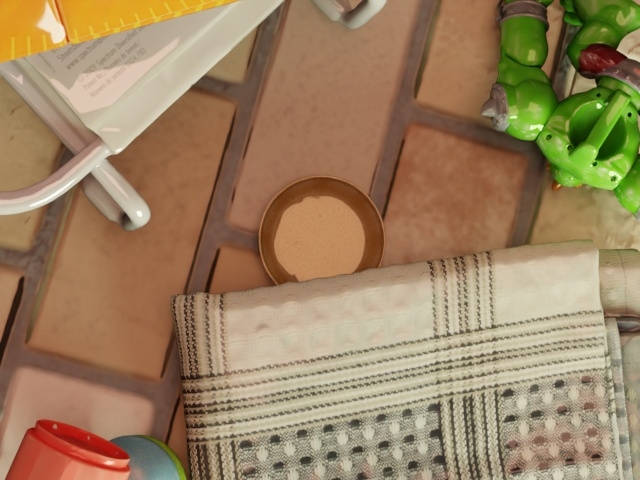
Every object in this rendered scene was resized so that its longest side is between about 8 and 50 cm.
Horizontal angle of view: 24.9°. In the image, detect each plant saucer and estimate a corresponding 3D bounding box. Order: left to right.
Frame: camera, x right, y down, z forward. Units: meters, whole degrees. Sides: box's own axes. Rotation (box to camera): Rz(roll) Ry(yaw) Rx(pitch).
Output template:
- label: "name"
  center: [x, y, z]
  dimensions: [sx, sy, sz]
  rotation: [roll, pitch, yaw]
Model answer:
- label: "plant saucer"
  center: [0.000, 0.000, 0.933]
  dimensions: [0.083, 0.015, 0.083]
  rotation: [1, 87, -12]

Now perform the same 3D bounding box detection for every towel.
- label: "towel"
  center: [0.083, 0.165, 0.911]
  dimensions: [0.324, 0.056, 0.312]
  rotation: [-7, 91, -12]

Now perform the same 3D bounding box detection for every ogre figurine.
- label: "ogre figurine"
  center: [0.187, -0.091, 0.937]
  dimensions: [0.197, 0.097, 0.118]
  rotation: [39, 71, -14]

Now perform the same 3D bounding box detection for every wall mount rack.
- label: "wall mount rack"
  center: [-0.138, -0.185, 0.868]
  dimensions: [0.350, 0.130, 0.304]
  rotation: [-43, 98, -12]

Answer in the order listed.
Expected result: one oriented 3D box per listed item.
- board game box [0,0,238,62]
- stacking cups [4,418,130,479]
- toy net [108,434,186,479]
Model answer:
- label: "board game box"
  center: [-0.184, -0.331, 0.663]
  dimensions: [0.356, 0.356, 0.357]
  rotation: [-16, 52, -7]
- label: "stacking cups"
  center: [-0.194, 0.257, 0.824]
  dimensions: [0.096, 0.096, 0.316]
  rotation: [25, 87, -9]
- label: "toy net"
  center: [-0.125, 0.237, 0.864]
  dimensions: [0.122, 0.045, 0.232]
  rotation: [22, 91, 19]
